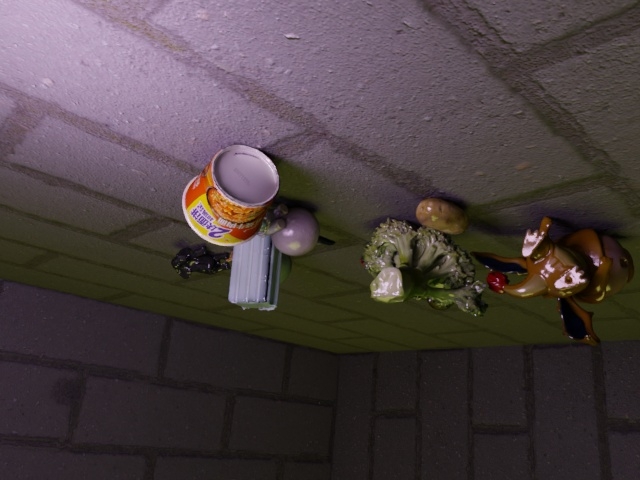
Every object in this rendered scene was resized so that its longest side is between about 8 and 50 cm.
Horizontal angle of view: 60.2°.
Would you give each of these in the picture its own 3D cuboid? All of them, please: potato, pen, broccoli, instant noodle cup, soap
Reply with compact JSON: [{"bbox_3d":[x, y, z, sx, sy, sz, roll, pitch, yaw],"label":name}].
[{"bbox_3d":[0.326,-0.064,1.465,0.171,0.079,0.107,12,159,-34],"label":"potato"},{"bbox_3d":[0.189,0.108,2.082,0.028,0.028,0.239,-1,160,19],"label":"pen"},{"bbox_3d":[0.231,0.076,1.544,0.397,0.274,0.353,-3,-173,-33],"label":"broccoli"},{"bbox_3d":[-0.201,-0.115,1.301,0.213,0.213,0.174,14,150,-23],"label":"instant noodle cup"},{"bbox_3d":[-0.205,0.091,1.784,0.150,0.261,0.094,-4,163,26],"label":"soap"}]

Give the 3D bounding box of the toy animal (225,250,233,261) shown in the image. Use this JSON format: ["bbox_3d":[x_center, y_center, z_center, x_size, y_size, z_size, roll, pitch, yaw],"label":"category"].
[{"bbox_3d":[-0.313,0.071,2.067,0.081,0.060,0.083,-32,168,-17],"label":"toy animal"}]

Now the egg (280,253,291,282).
[{"bbox_3d":[-0.176,0.085,1.924,0.150,0.149,0.192,9,166,-12],"label":"egg"}]

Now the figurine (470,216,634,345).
[{"bbox_3d":[0.662,0.076,1.550,0.401,0.268,0.387,32,-161,38],"label":"figurine"}]

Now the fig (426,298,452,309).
[{"bbox_3d":[0.489,0.173,2.121,0.124,0.124,0.236,10,137,-15],"label":"fig"}]

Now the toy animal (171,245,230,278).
[{"bbox_3d":[-0.451,0.087,2.056,0.146,0.114,0.245,-10,156,36],"label":"toy animal"}]

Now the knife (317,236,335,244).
[{"bbox_3d":[0.000,0.000,1.833,0.121,0.018,0.031,18,150,-34],"label":"knife"}]

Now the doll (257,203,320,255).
[{"bbox_3d":[-0.147,-0.050,1.553,0.287,0.150,0.151,18,158,-22],"label":"doll"}]
